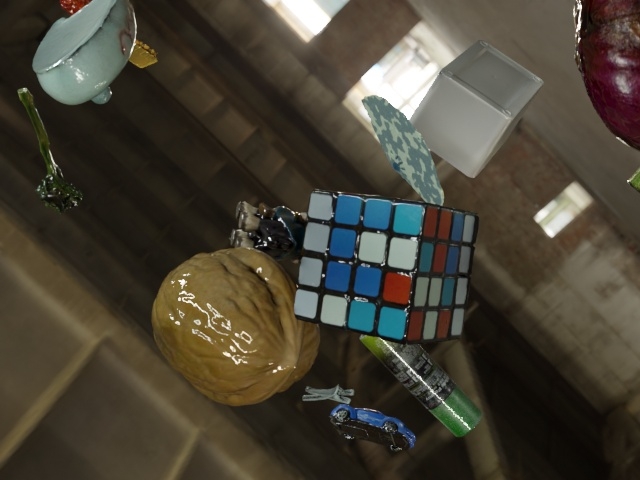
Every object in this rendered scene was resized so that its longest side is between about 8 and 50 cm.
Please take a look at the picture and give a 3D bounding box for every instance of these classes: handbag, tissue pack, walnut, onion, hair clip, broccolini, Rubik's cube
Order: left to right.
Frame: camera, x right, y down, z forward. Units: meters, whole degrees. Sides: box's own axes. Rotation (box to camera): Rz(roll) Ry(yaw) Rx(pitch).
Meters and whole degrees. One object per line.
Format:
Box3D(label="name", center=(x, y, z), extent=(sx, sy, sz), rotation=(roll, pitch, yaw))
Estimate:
Box3D(label="broccolini", center=(-0.506, -0.164, 1.646), extent=(0.071, 0.058, 0.254), rotation=(-45, -46, -44))
Box3D(label="handbag", center=(-0.450, -0.463, 2.218), extent=(0.083, 0.061, 0.027), rotation=(31, -130, -54))
Box3D(label="walnut", center=(-0.157, 0.165, 1.714), extent=(0.333, 0.333, 0.333), rotation=(44, -168, -12))
Box3D(label="hair clip", center=(0.008, 0.286, 1.692), extent=(0.039, 0.115, 0.030), rotation=(49, -128, -29))
Box3D(label="Rubik's cube", center=(0.079, 0.028, 1.036), extent=(0.151, 0.154, 0.155), rotation=(11, -178, 32))
Box3D(label="tissue pack", center=(0.287, -0.248, 1.646), extent=(0.159, 0.136, 0.246), rotation=(37, -144, 8))
Box3D(label="onion", center=(0.434, -0.215, 1.012), extent=(0.337, 0.282, 0.260), rotation=(-21, -74, -73))

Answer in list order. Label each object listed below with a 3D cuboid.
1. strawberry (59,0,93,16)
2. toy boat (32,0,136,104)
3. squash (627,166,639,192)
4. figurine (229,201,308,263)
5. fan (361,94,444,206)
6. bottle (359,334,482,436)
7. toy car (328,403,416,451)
Box3D(label="strawberry", center=(-0.538, -0.605, 2.048), extent=(0.184, 0.187, 0.201), rotation=(-73, -17, -84))
Box3D(label="toy boat", center=(-0.282, -0.233, 1.107), extent=(0.079, 0.134, 0.207), rotation=(54, -166, -34))
Box3D(label="squash", center=(0.791, -0.171, 1.630), extent=(0.263, 0.384, 0.263), rotation=(35, -163, -12))
Box3D(label="figurine", center=(-0.009, -0.001, 2.088), extent=(0.412, 0.241, 0.306), rotation=(9, 174, 16))
Box3D(label="fan", center=(0.134, -0.143, 1.418), extent=(0.240, 0.009, 0.131), rotation=(58, 160, 15))
Box3D(label="bottle", center=(0.235, 0.315, 2.090), extent=(0.330, 0.093, 0.093), rotation=(46, -169, -2))
Box3D(label="toy car", center=(0.125, 0.441, 2.131), extent=(0.103, 0.216, 0.063), rotation=(71, -145, -45))
